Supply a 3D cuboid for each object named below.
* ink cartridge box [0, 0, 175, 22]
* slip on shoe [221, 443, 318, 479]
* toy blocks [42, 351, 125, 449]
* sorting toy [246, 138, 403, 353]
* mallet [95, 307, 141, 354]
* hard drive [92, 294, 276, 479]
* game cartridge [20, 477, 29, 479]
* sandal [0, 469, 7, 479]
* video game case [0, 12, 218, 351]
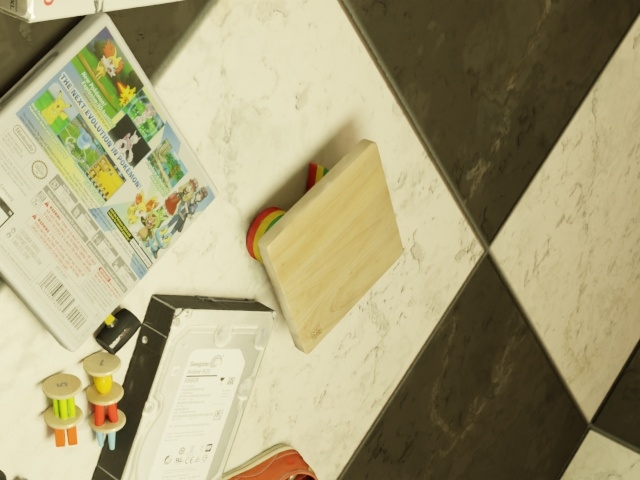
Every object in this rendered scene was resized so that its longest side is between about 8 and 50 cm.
[{"bbox_3d":[-0.257,-0.350,1.330,0.237,0.100,0.172,-21,127,-46],"label":"ink cartridge box"},{"bbox_3d":[-0.133,0.453,1.985,0.331,0.101,0.123,-27,132,-39],"label":"slip on shoe"},{"bbox_3d":[-0.325,0.243,1.647,0.123,0.054,0.148,-29,132,-41],"label":"toy blocks"},{"bbox_3d":[0.000,0.000,1.888,0.257,0.089,0.255,-45,140,-25],"label":"sorting toy"},{"bbox_3d":[-0.310,0.087,1.592,0.062,0.039,0.190,-55,140,-15],"label":"mallet"},{"bbox_3d":[-0.205,0.250,1.801,0.237,0.064,0.339,8,103,-54],"label":"hard drive"},{"bbox_3d":[-0.447,0.488,1.643,0.297,0.062,0.198,-54,139,-16],"label":"game cartridge"},{"bbox_3d":[-0.478,0.361,1.542,0.179,0.040,0.067,-48,150,-46],"label":"sandal"},{"bbox_3d":[-0.297,-0.067,1.487,0.300,0.036,0.329,-49,136,-20],"label":"video game case"}]
